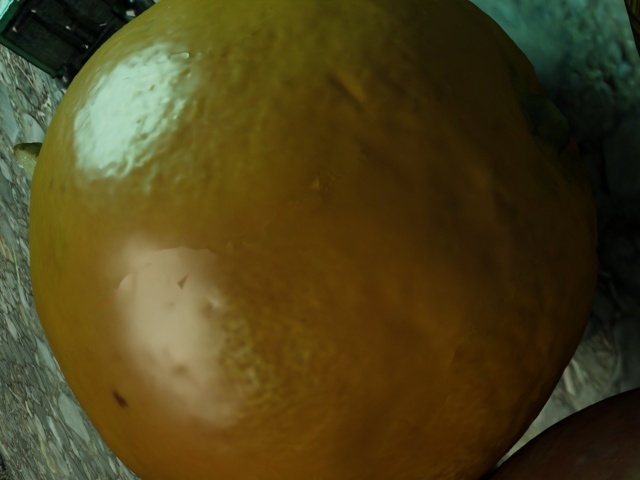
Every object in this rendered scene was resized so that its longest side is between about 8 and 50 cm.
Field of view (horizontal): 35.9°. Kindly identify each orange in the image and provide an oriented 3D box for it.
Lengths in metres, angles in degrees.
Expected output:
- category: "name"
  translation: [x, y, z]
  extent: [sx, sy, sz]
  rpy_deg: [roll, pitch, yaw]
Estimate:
- category: "orange"
  translation: [0.000, 0.000, 0.543]
  extent: [0.312, 0.312, 0.312]
  rpy_deg: [39, 144, 37]

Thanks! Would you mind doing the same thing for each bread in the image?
- category: "bread"
  translation: [-0.366, -0.082, 1.351]
  extent: [0.129, 0.044, 0.126]
  rpy_deg: [23, 139, 47]

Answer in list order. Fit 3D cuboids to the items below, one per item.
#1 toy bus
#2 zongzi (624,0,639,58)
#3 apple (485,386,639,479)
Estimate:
- category: "toy bus"
  translation: [-0.128, -0.128, 0.733]
  extent: [0.109, 0.091, 0.262]
  rpy_deg: [45, -172, 39]
- category: "zongzi"
  translation: [0.144, -0.139, 0.429]
  extent: [0.187, 0.084, 0.184]
  rpy_deg: [60, 162, 19]
- category: "apple"
  translation: [0.185, 0.225, 0.438]
  extent: [0.345, 0.269, 0.344]
  rpy_deg: [32, 142, 29]
